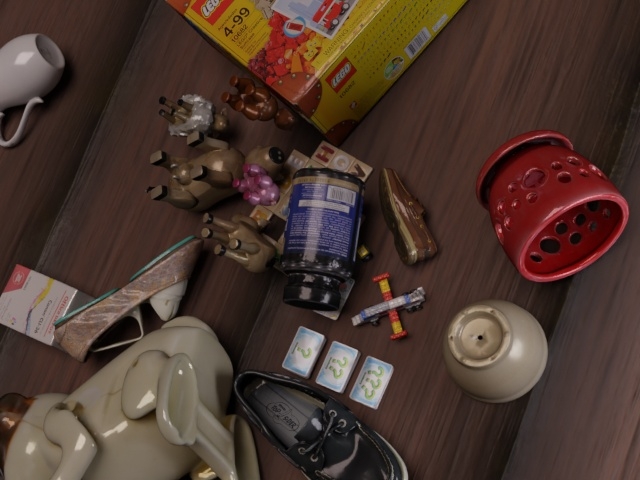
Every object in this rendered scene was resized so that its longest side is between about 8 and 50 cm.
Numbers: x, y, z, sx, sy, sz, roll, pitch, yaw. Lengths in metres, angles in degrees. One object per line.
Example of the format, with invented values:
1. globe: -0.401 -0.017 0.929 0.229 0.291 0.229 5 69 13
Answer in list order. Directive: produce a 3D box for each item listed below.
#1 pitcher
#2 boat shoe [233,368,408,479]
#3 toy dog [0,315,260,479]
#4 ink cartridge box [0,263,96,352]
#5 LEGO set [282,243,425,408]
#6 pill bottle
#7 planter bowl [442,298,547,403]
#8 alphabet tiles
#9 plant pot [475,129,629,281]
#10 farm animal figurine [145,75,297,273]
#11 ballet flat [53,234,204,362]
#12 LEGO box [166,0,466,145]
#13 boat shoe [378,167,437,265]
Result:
1. pitcher: -0.605 -0.303 2.302 0.207 0.125 0.177 -31 82 22
2. boat shoe: -0.013 0.295 1.786 0.127 0.113 0.340 -48 52 -6
3. toy dog: -0.352 0.304 1.865 0.408 0.284 0.395 -22 51 15
4. ink cartridge box: -0.496 0.131 2.108 0.198 0.067 0.115 18 79 28
5. LEGO set: 0.059 0.128 1.872 0.183 0.060 0.244 22 80 25
6. pill bottle: 0.000 0.000 1.871 0.123 0.123 0.219 3 76 25
7. planter bowl: 0.254 0.159 1.743 0.162 0.109 0.162 -8 69 21
8. alphabet tiles: -0.017 -0.053 2.000 0.198 0.009 0.237 32 86 30
9. plant pot: 0.345 -0.059 1.744 0.191 0.191 0.174 -34 52 9
10. farm animal figurine: -0.152 -0.102 1.990 0.327 0.172 0.330 -2 75 41
11. ballet flat: -0.319 0.113 2.024 0.316 0.107 0.106 -33 85 5
12. LEGO box: 0.039 -0.481 2.029 0.500 0.193 0.372 -49 60 1
13. boat shoe: 0.142 -0.043 1.901 0.060 0.064 0.178 -12 64 -14
